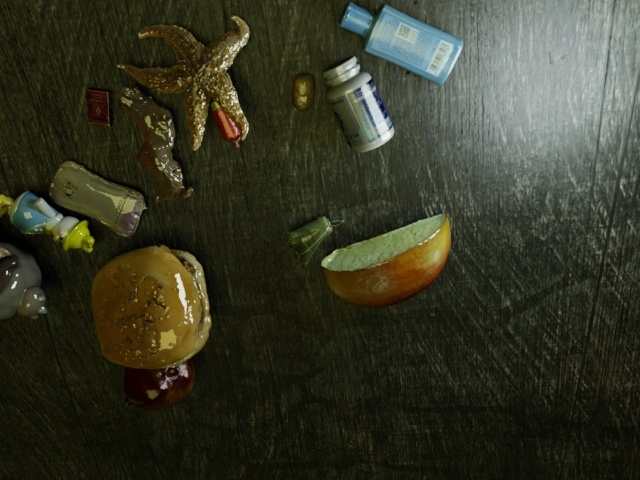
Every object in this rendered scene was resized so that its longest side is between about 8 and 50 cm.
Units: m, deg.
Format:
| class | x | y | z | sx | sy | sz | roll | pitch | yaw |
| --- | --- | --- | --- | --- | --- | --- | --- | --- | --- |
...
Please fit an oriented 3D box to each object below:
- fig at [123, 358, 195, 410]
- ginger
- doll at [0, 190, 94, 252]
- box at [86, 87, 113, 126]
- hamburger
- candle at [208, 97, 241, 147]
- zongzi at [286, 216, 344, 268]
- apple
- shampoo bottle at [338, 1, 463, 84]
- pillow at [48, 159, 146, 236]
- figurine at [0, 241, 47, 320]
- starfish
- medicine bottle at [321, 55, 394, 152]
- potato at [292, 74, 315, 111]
| class | x | y | z | sx | sy | sz | roll | pitch | yaw |
| --- | --- | --- | --- | --- | --- | --- | --- | --- | --- |
| fig | -0.479 | 0.426 | 1.498 | 0.191 | 0.190 | 0.290 | 30 | 112 | -11 |
| ginger | -0.386 | -0.226 | 1.243 | 0.122 | 0.084 | 0.290 | 1 | 121 | 28 |
| doll | -0.675 | -0.046 | 1.321 | 0.241 | 0.098 | 0.135 | 30 | 109 | -9 |
| box | -0.511 | -0.309 | 1.229 | 0.052 | 0.023 | 0.082 | 7 | 115 | 0 |
| hamburger | -0.433 | 0.175 | 1.345 | 0.284 | 0.174 | 0.304 | -16 | 81 | 14 |
| candle | -0.215 | -0.273 | 1.219 | 0.052 | 0.052 | 0.130 | -20 | 114 | 11 |
| zongzi | 0.000 | 0.000 | 1.353 | 0.154 | 0.062 | 0.130 | -28 | 133 | -2 |
| apple | 0.174 | 0.063 | 1.324 | 0.346 | 0.254 | 0.179 | -20 | 72 | 11 |
| shampoo bottle | 0.165 | -0.428 | 1.124 | 0.259 | 0.061 | 0.103 | 22 | 115 | -8 |
| pillow | -0.554 | -0.104 | 1.320 | 0.233 | 0.038 | 0.130 | 26 | 112 | -7 |
| figurine | -0.856 | 0.050 | 1.332 | 0.249 | 0.203 | 0.380 | -21 | 101 | 5 |
| starfish | -0.270 | -0.341 | 1.143 | 0.299 | 0.060 | 0.302 | -21 | 93 | 3 |
| medicine bottle | 0.079 | -0.298 | 1.164 | 0.107 | 0.107 | 0.191 | -24 | 112 | 13 |
| potato | -0.038 | -0.330 | 1.190 | 0.051 | 0.040 | 0.083 | 3 | 118 | -10 |
